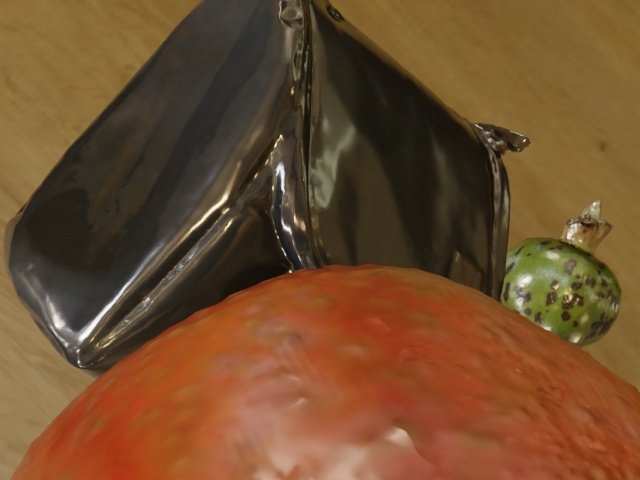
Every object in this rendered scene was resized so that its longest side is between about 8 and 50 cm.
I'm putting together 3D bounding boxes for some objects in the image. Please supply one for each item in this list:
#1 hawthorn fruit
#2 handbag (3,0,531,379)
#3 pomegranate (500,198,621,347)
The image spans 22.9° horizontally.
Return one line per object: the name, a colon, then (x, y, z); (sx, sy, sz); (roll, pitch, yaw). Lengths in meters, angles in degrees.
hawthorn fruit: (0.007, 0.152, 0.530); (0.275, 0.299, 0.275); (3, 107, 10)
handbag: (0.001, 0.003, 0.976); (0.275, 0.178, 0.302); (-46, 138, 7)
pomegranate: (0.225, 0.032, 1.459); (0.122, 0.122, 0.161); (27, 88, -24)
